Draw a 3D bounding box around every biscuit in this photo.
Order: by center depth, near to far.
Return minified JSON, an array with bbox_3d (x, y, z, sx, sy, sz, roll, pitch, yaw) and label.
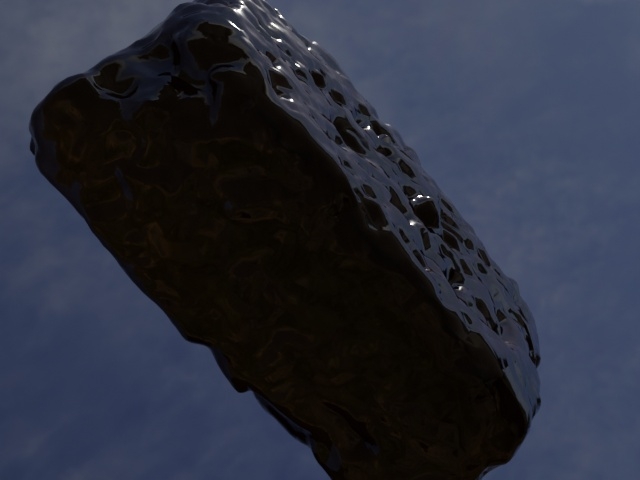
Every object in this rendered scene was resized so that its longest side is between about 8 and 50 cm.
[{"bbox_3d":[0.000,0.000,1.022,0.395,0.166,0.342,48,-163,-4],"label":"biscuit"}]
